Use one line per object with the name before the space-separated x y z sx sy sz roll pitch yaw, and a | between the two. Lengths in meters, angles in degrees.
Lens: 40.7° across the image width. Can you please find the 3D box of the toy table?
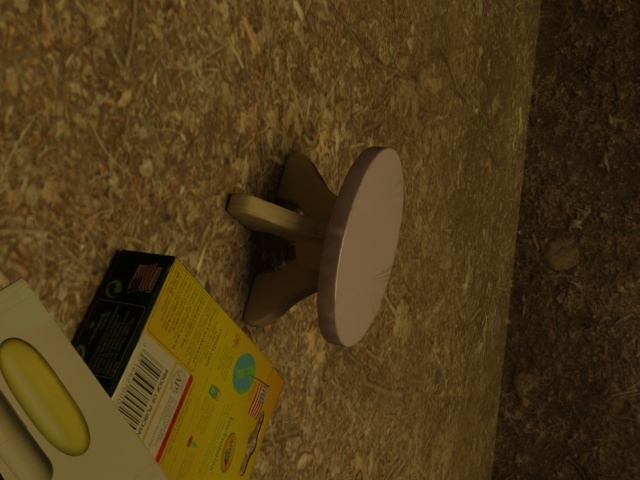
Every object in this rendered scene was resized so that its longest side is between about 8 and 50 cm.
toy table | 0.000 0.000 1.179 0.252 0.160 0.274 59 45 -51

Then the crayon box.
crayon box | -0.160 0.179 0.984 0.318 0.081 0.202 58 45 -50

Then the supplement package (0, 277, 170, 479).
supplement package | -0.258 0.174 0.622 0.203 0.149 0.194 55 36 -5
